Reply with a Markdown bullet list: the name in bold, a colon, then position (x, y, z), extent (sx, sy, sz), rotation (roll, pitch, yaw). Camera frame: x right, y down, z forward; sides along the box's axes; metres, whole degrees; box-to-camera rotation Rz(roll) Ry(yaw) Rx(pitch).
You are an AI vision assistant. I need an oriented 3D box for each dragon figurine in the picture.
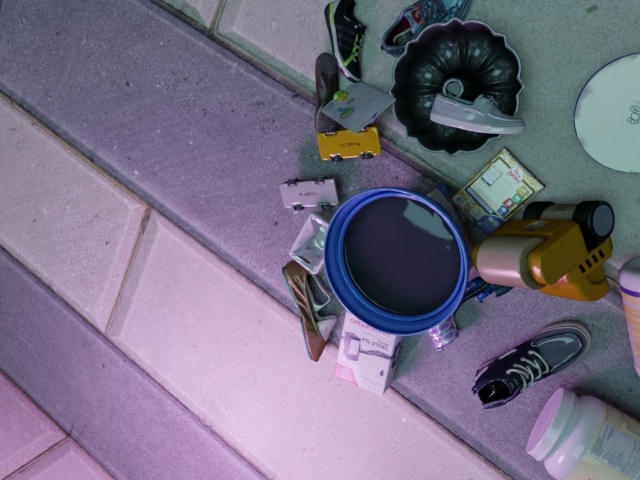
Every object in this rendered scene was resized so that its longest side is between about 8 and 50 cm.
- **dragon figurine**: position (0.448, 0.103, 1.434), extent (0.085, 0.289, 0.144), rotation (54, 158, 7)

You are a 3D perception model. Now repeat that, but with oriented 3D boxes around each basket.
- **basket**: position (0.000, 0.000, 1.689), extent (0.113, 0.103, 0.167), rotation (37, 117, 13)

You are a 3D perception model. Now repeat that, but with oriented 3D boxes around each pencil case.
- **pencil case**: position (0.321, 0.214, 1.600), extent (0.088, 0.086, 0.206), rotation (-31, 87, 54)

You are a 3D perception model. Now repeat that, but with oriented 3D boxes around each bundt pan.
- **bundt pan**: position (0.349, -0.384, 1.391), extent (0.331, 0.124, 0.331), rotation (8, 108, 26)

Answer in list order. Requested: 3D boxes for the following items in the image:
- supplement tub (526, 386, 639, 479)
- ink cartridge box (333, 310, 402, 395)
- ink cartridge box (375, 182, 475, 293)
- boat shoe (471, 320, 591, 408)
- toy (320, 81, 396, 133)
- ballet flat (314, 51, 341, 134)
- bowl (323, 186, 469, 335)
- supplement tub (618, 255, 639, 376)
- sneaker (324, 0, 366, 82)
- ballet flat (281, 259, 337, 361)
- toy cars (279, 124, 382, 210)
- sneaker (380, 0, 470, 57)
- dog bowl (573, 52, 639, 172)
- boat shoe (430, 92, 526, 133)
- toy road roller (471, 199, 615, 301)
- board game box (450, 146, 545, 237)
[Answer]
- **supplement tub**: position (0.723, 0.544, 1.396), extent (0.325, 0.235, 0.235), rotation (29, 115, 18)
- **ink cartridge box**: position (0.153, 0.330, 1.704), extent (0.172, 0.100, 0.237), rotation (17, 111, 21)
- **ink cartridge box**: position (0.296, -0.006, 1.497), extent (0.168, 0.171, 0.232), rotation (-24, 93, 31)
- **boat shoe**: position (0.558, 0.344, 1.467), extent (0.340, 0.158, 0.127), rotation (-41, 84, 30)
- **toy**: position (0.105, -0.351, 1.486), extent (0.137, 0.056, 0.237), rotation (-41, 39, 1)
- **ballet flat**: position (0.016, -0.415, 1.597), extent (0.084, 0.058, 0.250), rotation (-8, 109, -11)
- **bowl**: position (0.194, 0.051, 1.422), extent (0.391, 0.077, 0.391), rotation (9, 109, 28)
- **supplement tub**: position (0.830, 0.202, 1.242), extent (0.241, 0.241, 0.331), rotation (-10, 100, 29)
- **sneaker**: position (0.082, -0.554, 1.503), extent (0.097, 0.084, 0.234), rotation (-14, 97, 28)
- **ballet flat**: position (-0.020, 0.221, 1.772), extent (0.124, 0.116, 0.342), rotation (-16, 93, 10)
- **toy cars**: position (0.035, -0.217, 1.624), extent (0.176, 0.087, 0.393), rotation (43, 123, 3)
- **sneaker**: position (0.264, -0.554, 1.386), extent (0.262, 0.125, 0.104), rotation (-36, 87, 30)
- **dog bowl**: position (0.716, -0.287, 1.242), extent (0.265, 0.104, 0.265), rotation (7, 107, 25)
- **boat shoe**: position (0.369, -0.301, 1.288), extent (0.227, 0.079, 0.081), rotation (17, 116, 25)
- **toy road roller**: position (0.549, 0.057, 1.304), extent (0.202, 0.329, 0.240), rotation (5, 121, 62)
- **board game box**: position (0.465, -0.126, 1.449), extent (0.147, 0.045, 0.193), rotation (48, 119, 8)
